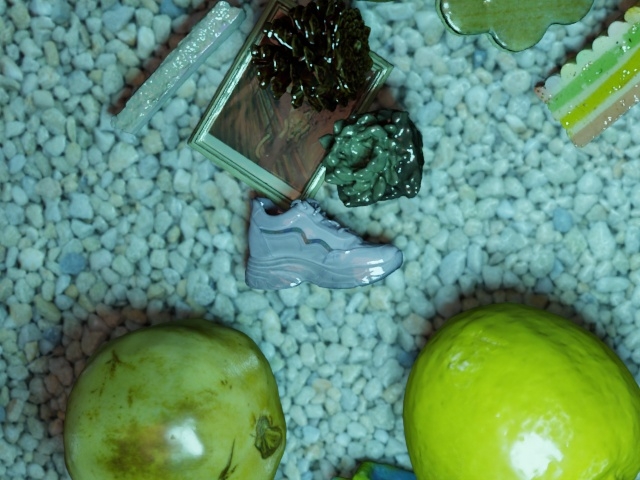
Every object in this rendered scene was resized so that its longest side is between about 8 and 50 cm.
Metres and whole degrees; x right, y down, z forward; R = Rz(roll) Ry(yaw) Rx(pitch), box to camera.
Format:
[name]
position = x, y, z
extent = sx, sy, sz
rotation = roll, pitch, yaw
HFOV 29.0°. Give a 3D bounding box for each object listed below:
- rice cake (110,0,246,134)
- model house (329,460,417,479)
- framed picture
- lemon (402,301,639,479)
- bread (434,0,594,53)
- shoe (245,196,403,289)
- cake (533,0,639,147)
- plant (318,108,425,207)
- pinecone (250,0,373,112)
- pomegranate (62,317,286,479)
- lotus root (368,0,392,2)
[rice cake]
position = -0.215, -0.259, 1.858
extent = 0.049, 0.055, 0.270
rotation = 44, 103, -6
[model house]
position = 0.128, 0.471, 1.791
extent = 0.303, 0.215, 0.237
rotation = 24, 102, 14
[framed picture]
position = -0.050, -0.201, 1.846
extent = 0.216, 0.016, 0.273
rotation = 33, 103, 8
[lemon]
position = 0.271, 0.250, 1.668
extent = 0.348, 0.348, 0.348
rotation = 2, 97, 13
[bread]
position = 0.261, -0.360, 1.695
extent = 0.287, 0.056, 0.207
rotation = -3, 104, -13
[shoe]
position = 0.000, 0.000, 1.813
extent = 0.245, 0.095, 0.137
rotation = -2, 104, 19
[cake]
position = 0.403, -0.231, 1.696
extent = 0.225, 0.090, 0.109
rotation = -42, 90, 21
[plant]
position = 0.078, -0.115, 1.734
extent = 0.129, 0.194, 0.132
rotation = -13, 92, 19
[pinecone]
position = -0.019, -0.258, 1.747
extent = 0.165, 0.163, 0.163
rotation = -3, 96, 28
[pomegranate]
position = -0.215, 0.275, 1.807
extent = 0.333, 0.332, 0.332
rotation = 2, 97, 13
[lotus root]
position = 0.104, -0.486, 1.693
extent = 0.142, 0.210, 0.314
rotation = 22, 115, 34
